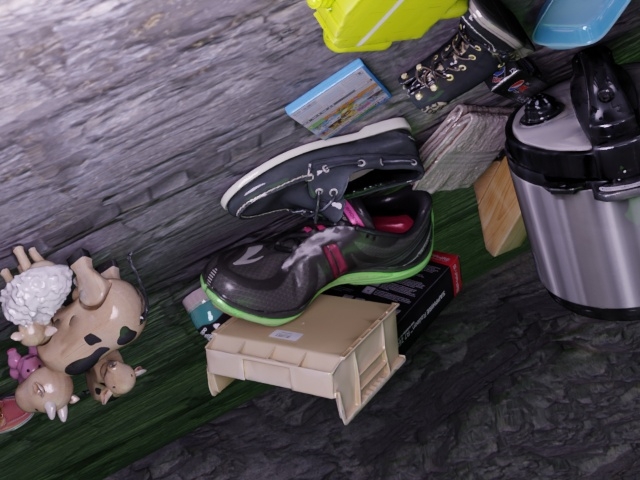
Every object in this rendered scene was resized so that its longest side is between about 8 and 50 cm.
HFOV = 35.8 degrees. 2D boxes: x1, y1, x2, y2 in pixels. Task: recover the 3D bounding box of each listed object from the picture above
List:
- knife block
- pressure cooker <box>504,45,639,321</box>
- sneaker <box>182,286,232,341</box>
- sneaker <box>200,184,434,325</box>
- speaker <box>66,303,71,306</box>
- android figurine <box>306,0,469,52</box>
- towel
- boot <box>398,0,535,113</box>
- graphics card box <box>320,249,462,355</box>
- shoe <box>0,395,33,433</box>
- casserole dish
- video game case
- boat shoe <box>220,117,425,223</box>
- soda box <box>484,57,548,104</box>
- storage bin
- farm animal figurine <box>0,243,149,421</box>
[{"bbox_3d":[0.423,-0.107,1.992,0.088,0.275,0.242,-19,-168,-33],"label":"knife block"},{"bbox_3d":[0.509,-0.117,1.689,0.376,0.420,0.370,-33,-152,-23],"label":"pressure cooker"},{"bbox_3d":[-0.115,0.117,1.935,0.302,0.121,0.108,-22,164,-29],"label":"sneaker"},{"bbox_3d":[0.000,0.000,1.745,0.483,0.185,0.202,-19,138,-32],"label":"sneaker"},{"bbox_3d":[-0.381,0.123,1.573,0.136,0.055,0.055,-25,165,-18],"label":"speaker"},{"bbox_3d":[0.098,-0.286,1.082,0.273,0.056,0.248,-17,162,-44],"label":"android figurine"},{"bbox_3d":[0.267,-0.166,1.791,0.282,0.049,0.187,-10,146,-54],"label":"towel"},{"bbox_3d":[0.182,-0.246,1.329,0.179,0.085,0.236,-32,167,21],"label":"boot"},{"bbox_3d":[0.101,0.140,2.021,0.371,0.233,0.094,-42,134,-40],"label":"graphics card box"},{"bbox_3d":[-0.604,0.324,1.816,0.178,0.063,0.081,-16,166,-30],"label":"shoe"},{"bbox_3d":[0.373,-0.336,1.418,0.114,0.036,0.188,0,159,-8],"label":"casserole dish"},{"bbox_3d":[0.028,-0.191,1.362,0.119,0.015,0.166,-33,165,11],"label":"video game case"},{"bbox_3d":[0.017,-0.083,1.510,0.340,0.113,0.127,-21,164,-31],"label":"boat shoe"},{"bbox_3d":[0.306,-0.263,1.574,0.060,0.053,0.169,-36,165,23],"label":"soda box"},{"bbox_3d":[-0.025,0.195,1.731,0.262,0.123,0.260,8,-156,27],"label":"storage bin"},{"bbox_3d":[-0.351,0.159,1.393,0.327,0.172,0.330,-44,154,25],"label":"farm animal figurine"}]
